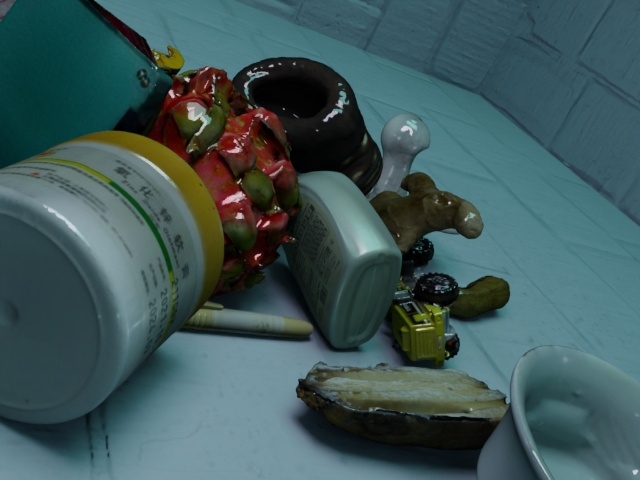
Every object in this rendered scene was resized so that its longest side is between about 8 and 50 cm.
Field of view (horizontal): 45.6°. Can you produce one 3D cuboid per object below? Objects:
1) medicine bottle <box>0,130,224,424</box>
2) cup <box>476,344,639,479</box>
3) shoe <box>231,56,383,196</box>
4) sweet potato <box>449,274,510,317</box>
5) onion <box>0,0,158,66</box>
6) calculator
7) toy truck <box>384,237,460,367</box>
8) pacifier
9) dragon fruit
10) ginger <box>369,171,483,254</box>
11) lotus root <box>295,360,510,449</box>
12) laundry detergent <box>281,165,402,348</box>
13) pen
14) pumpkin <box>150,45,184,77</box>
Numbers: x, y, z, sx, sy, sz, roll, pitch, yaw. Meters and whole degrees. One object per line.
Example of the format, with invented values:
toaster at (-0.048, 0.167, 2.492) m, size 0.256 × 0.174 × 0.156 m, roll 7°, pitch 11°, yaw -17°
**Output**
medicine bottle at (-0.246, 0.027, 0.767) m, size 0.238 × 0.238 × 0.232 m, roll 29°, pitch 24°, yaw 4°
cup at (0.312, 0.302, 0.857) m, size 0.347 × 0.163 × 0.347 m, roll 25°, pitch 30°, yaw -16°
shoe at (-0.090, -0.194, 1.287) m, size 0.384 × 0.171 × 0.237 m, roll 17°, pitch -29°, yaw 32°
sweet potato at (0.271, 0.103, 1.382) m, size 0.233 × 0.062 × 0.081 m, roll -2°, pitch 21°, yaw -43°
onion at (-0.372, -0.225, 1.119) m, size 0.336 × 0.282 × 0.260 m, roll 24°, pitch 2°, yaw 18°
calculator at (-0.332, -0.167, 0.936) m, size 0.248 × 0.274 × 0.058 m, roll 40°, pitch 10°, yaw 15°
toy truck at (0.141, 0.083, 1.203) m, size 0.111 × 0.136 × 0.286 m, roll -9°, pitch 28°, yaw -8°
pacifier at (0.128, -0.084, 1.427) m, size 0.332 × 0.273 × 0.220 m, roll 8°, pitch 50°, yaw -36°
dragon fruit at (-0.148, -0.074, 1.016) m, size 0.237 × 0.303 × 0.231 m, roll 2°, pitch 8°, yaw 22°
ginger at (0.095, -0.021, 1.192) m, size 0.080 × 0.333 × 0.166 m, roll 34°, pitch 43°, yaw -35°
lotus root at (0.114, 0.220, 0.964) m, size 0.329 × 0.078 × 0.167 m, roll 10°, pitch 9°, yaw -32°
laundry detergent at (0.000, 0.000, 1.123) m, size 0.105 × 0.215 × 0.280 m, roll -13°, pitch 44°, yaw -27°
pen at (-0.107, 0.103, 1.005) m, size 0.233 × 0.040 × 0.032 m, roll 10°, pitch 15°, yaw -34°
pumpkin at (-0.394, -0.386, 1.623) m, size 0.183 × 0.108 × 0.119 m, roll 26°, pitch 30°, yaw -21°
